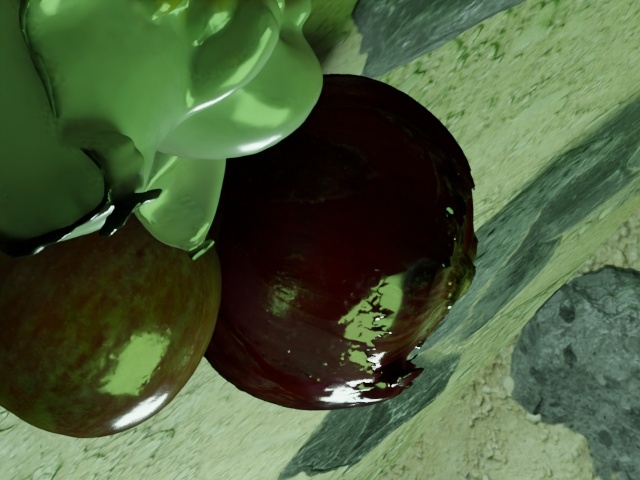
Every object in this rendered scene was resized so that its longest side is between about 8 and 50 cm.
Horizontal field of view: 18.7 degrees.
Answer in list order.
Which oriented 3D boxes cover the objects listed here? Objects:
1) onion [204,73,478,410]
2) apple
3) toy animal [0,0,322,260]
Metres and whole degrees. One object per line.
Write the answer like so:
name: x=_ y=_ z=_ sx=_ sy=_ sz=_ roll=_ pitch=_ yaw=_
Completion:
onion: x=0.000 y=0.000 z=1.559 sx=0.276 sy=0.276 sz=0.276 roll=-39 pitch=165 yaw=-12
apple: x=-0.164 y=0.039 z=1.363 sx=0.174 sy=0.188 sz=0.188 roll=-56 pitch=163 yaw=9
toy animal: x=-0.109 y=-0.102 z=1.122 sx=0.247 sy=0.183 sz=0.310 roll=-46 pitch=173 yaw=27
